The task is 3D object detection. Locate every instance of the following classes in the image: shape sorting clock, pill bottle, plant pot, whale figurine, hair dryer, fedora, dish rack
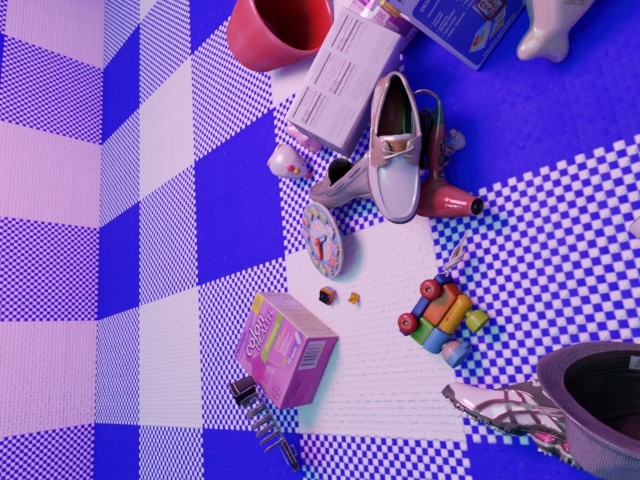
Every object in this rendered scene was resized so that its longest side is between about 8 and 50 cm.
[{"bbox_3d":[0.000,0.000,1.207,0.206,0.040,0.206,37,137,46],"label":"shape sorting clock"},{"bbox_3d":[0.210,-0.604,1.045,0.301,0.169,0.169,-52,51,27],"label":"pill bottle"},{"bbox_3d":[-0.141,-0.634,1.358,0.243,0.275,0.274,-10,76,54],"label":"plant pot"},{"bbox_3d":[0.416,-0.463,0.811,0.141,0.216,0.272,-115,24,-53],"label":"whale figurine"},{"bbox_3d":[0.231,-0.150,0.965,0.293,0.080,0.223,59,154,29],"label":"hair dryer"},{"bbox_3d":[0.438,0.253,0.641,0.244,0.276,0.124,-136,40,-60],"label":"fedora"},{"bbox_3d":[-0.146,0.490,1.209,0.271,0.074,0.208,56,161,19],"label":"dish rack"}]

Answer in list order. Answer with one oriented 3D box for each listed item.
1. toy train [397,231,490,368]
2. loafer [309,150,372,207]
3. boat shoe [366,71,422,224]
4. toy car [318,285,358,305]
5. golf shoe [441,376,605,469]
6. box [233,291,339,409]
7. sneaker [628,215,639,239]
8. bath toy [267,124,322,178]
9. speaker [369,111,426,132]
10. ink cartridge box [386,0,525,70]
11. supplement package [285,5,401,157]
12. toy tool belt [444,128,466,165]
[{"bbox_3d":[0.277,0.123,0.918,0.143,0.105,0.248,41,112,30],"label":"toy train"},{"bbox_3d":[0.059,-0.153,1.127,0.112,0.111,0.319,-52,22,-25],"label":"loafer"},{"bbox_3d":[0.146,-0.185,0.925,0.113,0.103,0.302,-6,85,2],"label":"boat shoe"},{"bbox_3d":[0.050,0.148,1.196,0.122,0.060,0.040,13,48,29],"label":"toy car"},{"bbox_3d":[0.356,0.296,0.822,0.273,0.105,0.120,13,77,40],"label":"golf shoe"},{"bbox_3d":[-0.101,0.290,1.254,0.243,0.117,0.213,34,107,43],"label":"box"},{"bbox_3d":[0.553,-0.059,0.601,0.123,0.106,0.290,57,162,26],"label":"sneaker"},{"bbox_3d":[-0.019,-0.312,1.272,0.129,0.151,0.348,31,110,-4],"label":"bath toy"},{"bbox_3d":[0.184,-0.275,1.101,0.136,0.055,0.055,9,90,45],"label":"speaker"},{"bbox_3d":[0.292,-0.518,0.849,0.303,0.307,0.072,-54,44,24],"label":"ink cartridge box"},{"bbox_3d":[0.060,-0.346,1.062,0.145,0.204,0.261,30,97,6],"label":"supplement package"},{"bbox_3d":[0.272,-0.205,1.003,0.083,0.051,0.052,-50,52,29],"label":"toy tool belt"}]
